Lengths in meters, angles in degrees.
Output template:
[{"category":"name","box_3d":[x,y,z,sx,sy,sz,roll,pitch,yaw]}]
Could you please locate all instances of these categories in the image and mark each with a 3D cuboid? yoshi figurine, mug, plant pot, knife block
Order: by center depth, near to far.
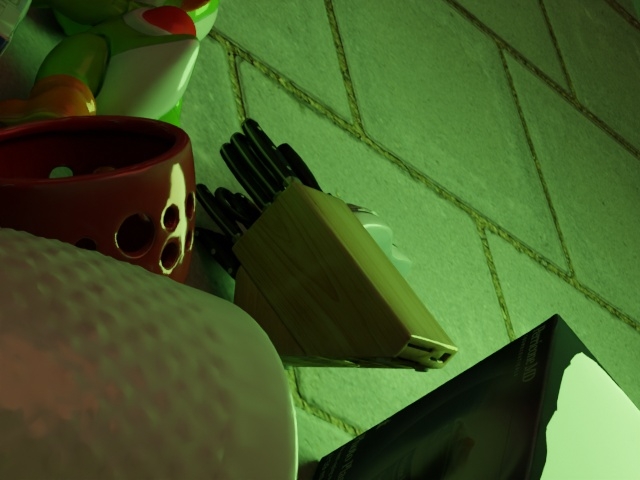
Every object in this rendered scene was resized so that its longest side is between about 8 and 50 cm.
[{"category":"mug","box_3d":[-0.249,0.104,1.148,0.328,0.276,0.374,21,11,-40]},{"category":"plant pot","box_3d":[-0.190,0.007,1.381,0.191,0.191,0.174,-43,135,-65]},{"category":"yoshi figurine","box_3d":[-0.203,-0.173,1.681,0.203,0.203,0.362,14,48,3]},{"category":"knife block","box_3d":[0.000,0.000,1.708,0.088,0.275,0.242,17,75,-53]}]

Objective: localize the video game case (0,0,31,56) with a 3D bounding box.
[{"category":"video game case","box_3d":[-0.357,-0.236,1.404,0.269,0.061,0.244,35,14,-13]}]

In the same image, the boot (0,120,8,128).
[{"category":"boot","box_3d":[-0.339,-0.103,1.384,0.207,0.090,0.248,46,23,-16]}]

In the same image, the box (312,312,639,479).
[{"category":"box","box_3d":[0.130,0.258,1.558,0.183,0.294,0.296,50,25,-13]}]

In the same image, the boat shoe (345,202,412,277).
[{"category":"boat shoe","box_3d":[0.026,0.004,1.888,0.084,0.095,0.258,49,-2,17]}]
